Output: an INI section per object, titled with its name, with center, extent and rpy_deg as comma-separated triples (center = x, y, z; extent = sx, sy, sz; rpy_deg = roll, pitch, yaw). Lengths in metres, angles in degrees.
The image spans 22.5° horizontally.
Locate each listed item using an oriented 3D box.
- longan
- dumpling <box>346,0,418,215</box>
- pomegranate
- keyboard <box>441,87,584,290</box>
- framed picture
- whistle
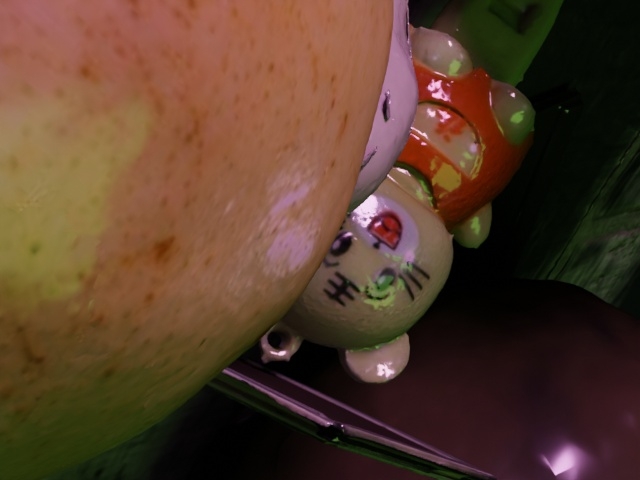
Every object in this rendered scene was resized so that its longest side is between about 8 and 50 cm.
[longan]
center = 0.113, 0.253, 1.118
extent = 0.404, 0.404, 0.435
rpy_deg = -33, 145, -16
[dumpling]
center = -0.044, -0.059, 0.759
extent = 0.172, 0.142, 0.247
rpy_deg = -37, -159, 48
[pomegranate]
center = -0.139, -0.063, 0.469
extent = 0.319, 0.319, 0.319
rpy_deg = -31, 150, -20
[keyboard]
center = 0.114, 0.017, 1.180
extent = 0.101, 0.018, 0.309
rpy_deg = -21, 146, -31
[framed picture]
center = -0.053, 0.061, 0.803
extent = 0.197, 0.252, 0.014
rpy_deg = 30, 84, -61
[whistle]
center = 0.050, -0.051, 0.883
extent = 0.288, 0.131, 0.106
rpy_deg = -55, -170, -11
